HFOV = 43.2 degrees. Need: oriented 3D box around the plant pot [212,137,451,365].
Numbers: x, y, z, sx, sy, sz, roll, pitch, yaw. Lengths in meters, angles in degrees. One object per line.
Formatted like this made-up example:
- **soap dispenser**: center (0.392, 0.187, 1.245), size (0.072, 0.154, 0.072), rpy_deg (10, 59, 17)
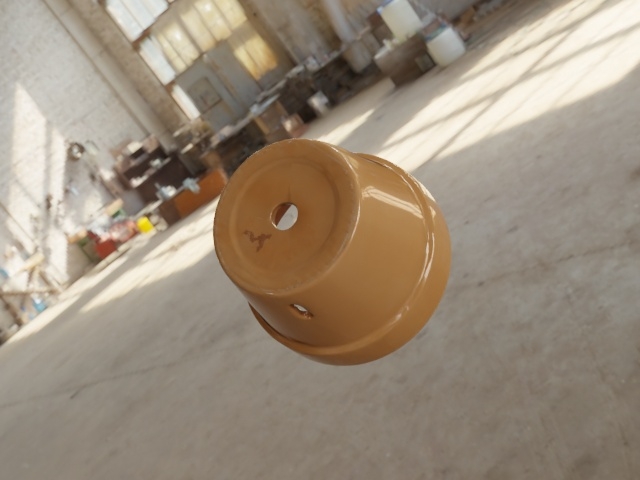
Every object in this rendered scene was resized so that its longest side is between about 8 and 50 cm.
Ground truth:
- **plant pot**: center (0.000, 0.000, 1.032), size (0.290, 0.291, 0.203), rpy_deg (-35, -29, 11)
